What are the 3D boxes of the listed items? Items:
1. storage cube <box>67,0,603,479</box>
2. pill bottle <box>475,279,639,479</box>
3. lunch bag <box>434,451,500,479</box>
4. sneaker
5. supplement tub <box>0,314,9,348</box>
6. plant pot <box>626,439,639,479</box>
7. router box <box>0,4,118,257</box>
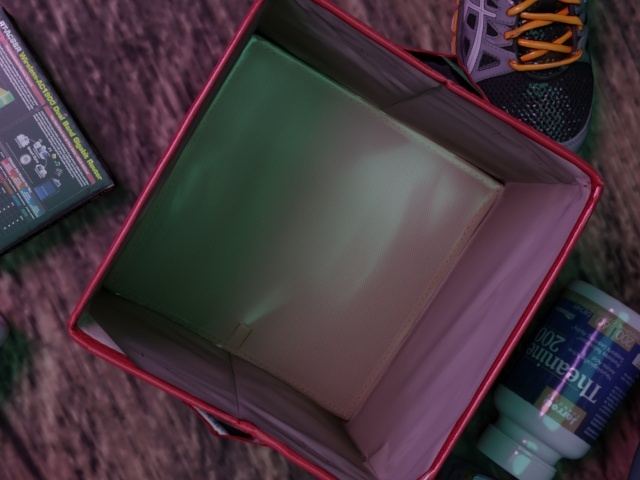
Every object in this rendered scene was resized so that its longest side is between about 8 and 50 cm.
[{"bbox_3d":[0.000,0.000,0.593,0.184,0.193,0.215,31,88,-8],"label":"storage cube"},{"bbox_3d":[0.147,0.089,0.678,0.067,0.067,0.120,35,89,-8],"label":"pill bottle"},{"bbox_3d":[0.105,0.174,0.676,0.083,0.071,0.053,34,87,-8],"label":"lunch bag"},{"bbox_3d":[0.121,-0.149,0.654,0.084,0.083,0.214,-13,96,-7],"label":"sneaker"},{"bbox_3d":[-0.231,0.078,0.630,0.071,0.071,0.107,30,90,-8],"label":"supplement tub"},{"bbox_3d":[0.281,0.176,0.618,0.290,0.290,0.195,40,117,-7],"label":"plant pot"},{"bbox_3d":[-0.188,-0.059,0.643,0.092,0.038,0.122,-32,97,-4],"label":"router box"}]
